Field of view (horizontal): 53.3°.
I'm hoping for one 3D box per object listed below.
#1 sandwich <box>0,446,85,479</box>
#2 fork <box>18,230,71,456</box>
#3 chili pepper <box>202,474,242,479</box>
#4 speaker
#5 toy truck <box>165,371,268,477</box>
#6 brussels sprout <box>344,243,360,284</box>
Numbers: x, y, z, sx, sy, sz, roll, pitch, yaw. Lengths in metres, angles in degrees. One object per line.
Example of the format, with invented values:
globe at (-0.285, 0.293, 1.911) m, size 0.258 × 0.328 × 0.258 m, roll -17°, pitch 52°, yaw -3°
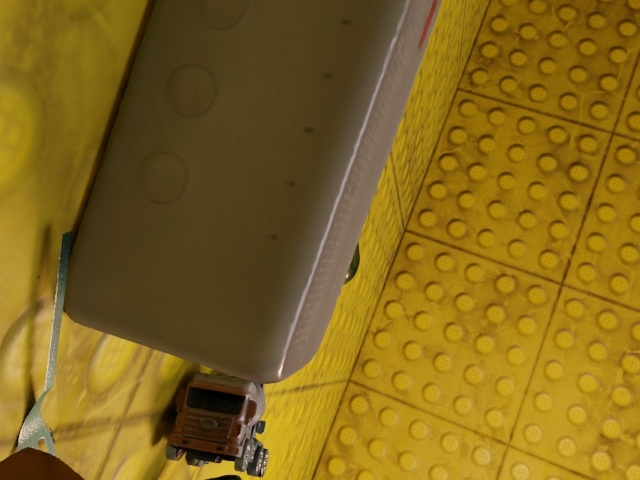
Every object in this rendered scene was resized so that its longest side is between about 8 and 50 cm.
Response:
sandwich at (-0.203, 0.234, 0.375) m, size 0.117 × 0.144 × 0.187 m, roll -52°, pitch 173°, yaw 19°
fork at (-0.211, 0.097, 0.491) m, size 0.039 × 0.021 × 0.235 m, roll -50°, pitch 155°, yaw -67°
chili pepper at (-0.149, 0.352, 0.842) m, size 0.203 × 0.072 × 0.073 m, roll -17°, pitch 140°, yaw -29°
speaker at (-0.041, -0.093, 0.538) m, size 0.183 × 0.184 × 0.407 m, roll 7°, pitch 102°, yaw -76°
toy truck at (-0.127, 0.248, 0.890) m, size 0.257 × 0.107 × 0.140 m, roll 83°, pitch 16°, yaw -67°
brussels sprout at (-0.002, 0.008, 0.976) m, size 0.183 × 0.131 × 0.146 m, roll -33°, pitch 136°, yaw -77°
